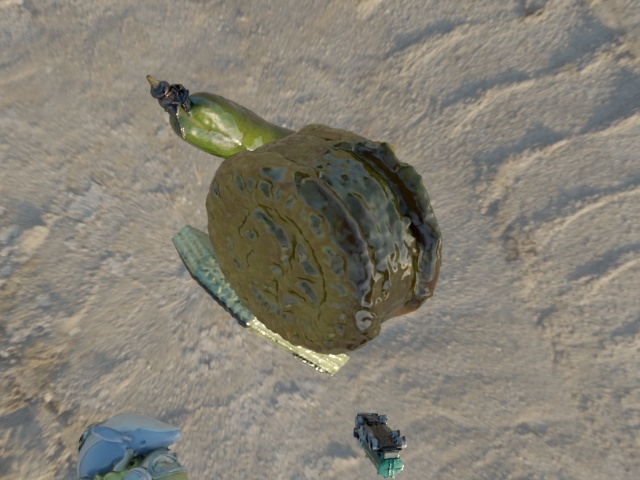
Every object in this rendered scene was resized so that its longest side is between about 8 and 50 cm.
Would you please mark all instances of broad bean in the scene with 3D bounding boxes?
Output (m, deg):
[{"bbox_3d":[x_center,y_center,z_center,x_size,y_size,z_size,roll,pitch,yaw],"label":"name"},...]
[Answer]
[{"bbox_3d":[-0.055,-0.098,0.963,0.339,0.077,0.061,21,105,-39],"label":"broad bean"}]

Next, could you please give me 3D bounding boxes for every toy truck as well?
[{"bbox_3d":[0.064,0.226,0.998,0.039,0.083,0.044,0,106,-18],"label":"toy truck"}]

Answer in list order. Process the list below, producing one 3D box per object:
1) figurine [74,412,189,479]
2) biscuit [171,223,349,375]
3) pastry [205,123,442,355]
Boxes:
[{"bbox_3d":[-0.264,0.325,1.228,0.208,0.128,0.184,-46,69,9],"label":"figurine"},{"bbox_3d":[-0.073,0.075,1.156,0.052,0.150,0.252,-48,133,7],"label":"biscuit"},{"bbox_3d":[0.000,0.000,0.717,0.103,0.189,0.188,-33,92,-36],"label":"pastry"}]
